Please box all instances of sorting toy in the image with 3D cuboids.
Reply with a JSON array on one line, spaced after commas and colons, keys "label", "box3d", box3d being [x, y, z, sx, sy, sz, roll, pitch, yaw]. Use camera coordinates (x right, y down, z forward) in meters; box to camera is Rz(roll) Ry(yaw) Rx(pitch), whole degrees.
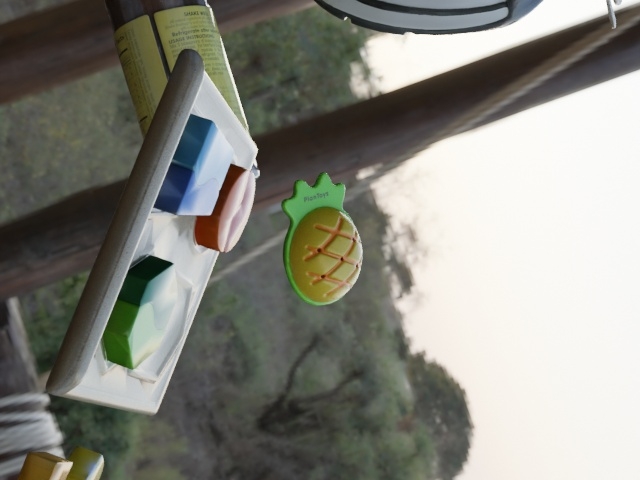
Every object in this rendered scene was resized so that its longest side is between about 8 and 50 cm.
[{"label": "sorting toy", "box3d": [-0.109, 0.054, 0.717, 0.229, 0.041, 0.307, 68, 42, -78]}]

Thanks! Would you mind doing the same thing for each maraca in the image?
[{"label": "maraca", "box3d": [0.000, 0.000, 1.560, 0.099, 0.127, 0.185, 11, -65, 51]}]

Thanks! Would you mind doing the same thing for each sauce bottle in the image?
[{"label": "sauce bottle", "box3d": [-0.157, -0.211, 1.157, 0.111, 0.111, 0.344, 30, 45, -86]}]

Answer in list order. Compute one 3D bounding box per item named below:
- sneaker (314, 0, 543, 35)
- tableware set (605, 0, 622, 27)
[{"label": "sneaker", "box3d": [0.011, -0.361, 1.023, 0.447, 0.169, 0.257, 29, -23, 26]}, {"label": "tableware set", "box3d": [0.334, -0.339, 1.235, 0.194, 0.039, 0.128, 52, 46, -55]}]
